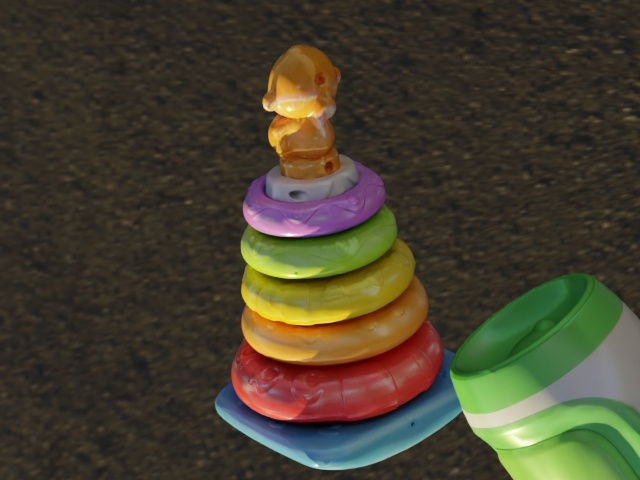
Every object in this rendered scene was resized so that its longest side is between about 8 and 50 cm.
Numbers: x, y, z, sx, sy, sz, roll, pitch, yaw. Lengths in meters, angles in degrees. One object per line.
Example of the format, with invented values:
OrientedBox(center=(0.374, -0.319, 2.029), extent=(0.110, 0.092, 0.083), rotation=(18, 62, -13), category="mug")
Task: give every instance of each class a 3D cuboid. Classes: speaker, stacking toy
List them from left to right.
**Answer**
OrientedBox(center=(0.000, 0.000, 1.200), extent=(0.166, 0.175, 0.301), rotation=(23, 129, 50), category="stacking toy")
OrientedBox(center=(0.208, 0.168, 1.029), extent=(0.131, 0.131, 0.296), rotation=(-31, 102, 27), category="speaker")
